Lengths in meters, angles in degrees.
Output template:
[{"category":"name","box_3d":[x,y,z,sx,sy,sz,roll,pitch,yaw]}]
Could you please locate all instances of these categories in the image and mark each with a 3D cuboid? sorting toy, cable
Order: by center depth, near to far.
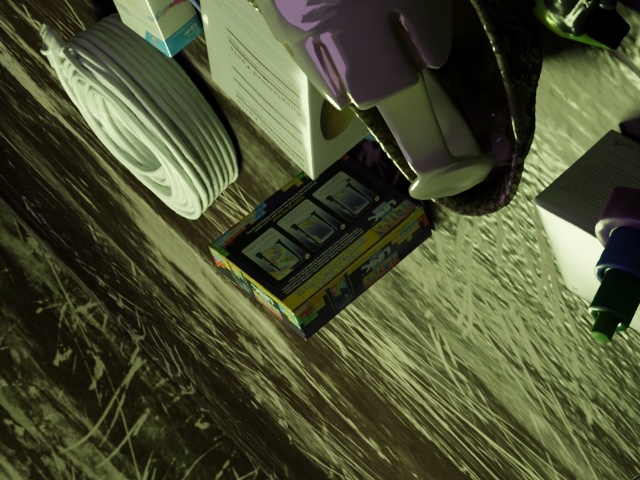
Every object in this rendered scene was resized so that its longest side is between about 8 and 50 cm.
[{"category":"sorting toy","box_3d":[0.282,0.118,1.292,0.127,0.126,0.365,2,145,48]},{"category":"cable","box_3d":[-0.202,-0.146,2.232,0.257,0.089,0.257,38,162,34]}]

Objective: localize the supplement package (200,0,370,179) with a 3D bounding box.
[{"category":"supplement package","box_3d":[-0.003,-0.181,1.499,0.134,0.139,0.244,45,165,18]}]

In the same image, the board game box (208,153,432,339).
[{"category":"board game box","box_3d":[0.000,0.000,1.855,0.141,0.170,0.048,38,159,39]}]

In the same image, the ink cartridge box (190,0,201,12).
[{"category":"ink cartridge box","box_3d":[-0.083,-0.280,1.631,0.186,0.065,0.311,46,161,18]}]

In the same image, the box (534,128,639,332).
[{"category":"box","box_3d":[0.227,-0.004,1.370,0.102,0.087,0.101,34,159,44]}]

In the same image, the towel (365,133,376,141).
[{"category":"towel","box_3d":[0.030,-0.126,1.741,0.067,0.029,0.119,57,164,-25]}]

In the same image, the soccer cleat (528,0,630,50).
[{"category":"soccer cleat","box_3d":[0.161,-0.187,1.199,0.072,0.060,0.179,28,162,29]}]

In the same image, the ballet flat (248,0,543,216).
[{"category":"ballet flat","box_3d":[0.051,-0.136,1.216,0.483,0.164,0.182,44,-144,-61]}]

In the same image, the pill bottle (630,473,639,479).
[{"category":"pill bottle","box_3d":[0.327,0.267,1.615,0.153,0.153,0.264,50,165,-3]}]

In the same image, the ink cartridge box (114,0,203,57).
[{"category":"ink cartridge box","box_3d":[-0.180,-0.262,1.958,0.088,0.052,0.122,38,162,34]}]
